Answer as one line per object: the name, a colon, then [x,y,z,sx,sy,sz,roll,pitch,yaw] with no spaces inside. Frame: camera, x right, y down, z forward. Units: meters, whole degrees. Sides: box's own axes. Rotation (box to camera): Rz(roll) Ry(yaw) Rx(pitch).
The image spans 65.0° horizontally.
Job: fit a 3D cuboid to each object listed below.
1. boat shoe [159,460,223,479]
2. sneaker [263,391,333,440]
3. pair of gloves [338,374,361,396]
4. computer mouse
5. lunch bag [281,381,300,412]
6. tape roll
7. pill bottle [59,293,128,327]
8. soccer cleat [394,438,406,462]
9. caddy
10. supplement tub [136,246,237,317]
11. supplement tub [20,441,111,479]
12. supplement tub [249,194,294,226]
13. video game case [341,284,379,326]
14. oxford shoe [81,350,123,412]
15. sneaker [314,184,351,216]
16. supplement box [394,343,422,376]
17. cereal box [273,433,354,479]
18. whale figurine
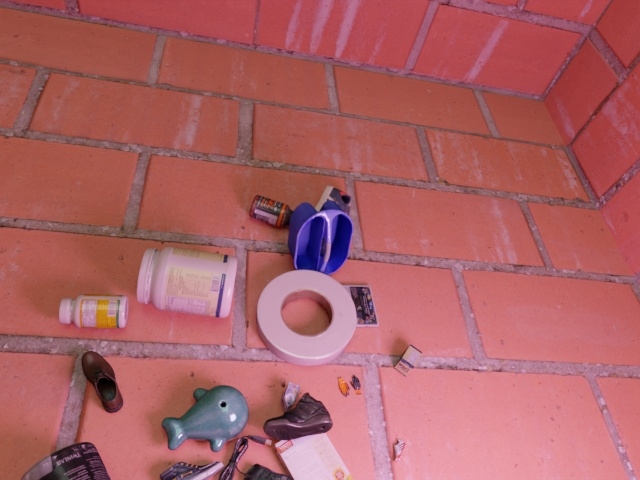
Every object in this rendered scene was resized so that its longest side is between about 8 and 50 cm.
boat shoe: [-0.394,0.704,1.534,0.183,0.065,0.083,-21,63,-28]
sneaker: [-0.083,0.583,1.669,0.227,0.087,0.130,-5,32,-15]
pair of gloves: [0.109,0.535,1.850,0.083,0.010,0.074,-3,54,-20]
computer mouse: [-0.172,0.730,1.588,0.261,0.060,0.184,14,54,10]
lunch bag: [-0.108,0.545,1.739,0.053,0.071,0.083,19,51,1]
tape roll: [-0.053,0.291,1.938,0.391,0.072,0.392,6,52,-8]
pill bottle: [-0.783,0.246,1.743,0.208,0.118,0.118,3,53,-15]
soccer cleat: [0.267,0.727,1.737,0.035,0.029,0.083,24,47,14]
caddy: [0.000,0.000,2.040,0.241,0.342,0.179,-8,38,-21]
supplement tub: [-0.479,0.149,1.831,0.324,0.235,0.236,9,51,-9]
supplement tub: [-0.643,0.740,1.343,0.207,0.207,0.338,-24,63,-30]
supplement tub: [-0.205,-0.124,2.208,0.197,0.106,0.106,18,50,-2]
video game case: [0.139,0.268,2.060,0.173,0.022,0.191,2,52,-15]
oxford shoe: [-0.708,0.441,1.629,0.082,0.096,0.227,-30,64,-31]
sneaker: [0.049,-0.112,2.256,0.148,0.131,0.350,20,50,5]
supplement box: [0.336,0.460,1.927,0.056,0.083,0.083,34,51,11]
cereal box: [-0.022,0.731,1.634,0.173,0.047,0.240,-20,60,-29]
whale figurine: [-0.362,0.564,1.603,0.271,0.141,0.216,-13,58,-24]
